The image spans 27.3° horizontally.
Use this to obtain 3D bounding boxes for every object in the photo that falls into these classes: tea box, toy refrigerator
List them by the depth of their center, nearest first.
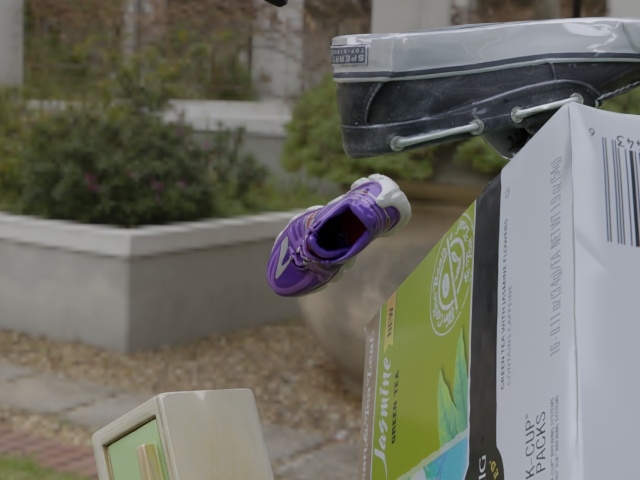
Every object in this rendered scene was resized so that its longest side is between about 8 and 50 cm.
[{"bbox_3d":[0.217,0.116,0.732,0.329,0.219,0.323,10,-27,-13],"label":"tea box"},{"bbox_3d":[-0.082,0.250,0.937,0.094,0.269,0.102,3,-25,-41],"label":"toy refrigerator"}]

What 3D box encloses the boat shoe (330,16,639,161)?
[{"bbox_3d":[0.149,-0.109,0.969,0.301,0.102,0.108,-9,11,-27],"label":"boat shoe"}]

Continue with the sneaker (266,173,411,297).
[{"bbox_3d":[0.000,0.000,1.115,0.071,0.068,0.170,-32,-6,-46],"label":"sneaker"}]

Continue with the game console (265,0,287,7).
[{"bbox_3d":[-0.050,-0.298,1.241,0.071,0.122,0.107,-20,-23,33],"label":"game console"}]
